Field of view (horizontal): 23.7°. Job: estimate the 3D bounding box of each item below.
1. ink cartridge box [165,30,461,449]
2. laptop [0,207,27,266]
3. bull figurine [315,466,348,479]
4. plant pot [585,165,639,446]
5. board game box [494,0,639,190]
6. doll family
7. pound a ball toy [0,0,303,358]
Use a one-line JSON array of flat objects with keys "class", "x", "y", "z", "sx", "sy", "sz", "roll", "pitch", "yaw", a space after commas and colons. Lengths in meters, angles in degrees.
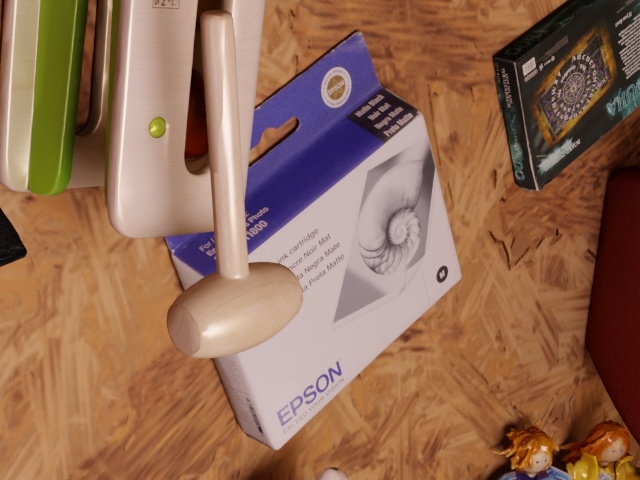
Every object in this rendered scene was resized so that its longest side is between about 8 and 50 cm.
[{"class": "ink cartridge box", "x": 0.000, "y": 0.000, "z": 1.099, "sx": 0.223, "sy": 0.045, "sz": 0.224, "roll": -41, "pitch": 130, "yaw": -28}, {"class": "laptop", "x": -0.277, "y": -0.102, "z": 0.704, "sx": 0.234, "sy": 0.264, "sz": 0.136, "roll": -17, "pitch": 153, "yaw": -41}, {"class": "bull figurine", "x": 0.007, "y": 0.302, "z": 1.178, "sx": 0.188, "sy": 0.101, "sz": 0.310, "roll": -8, "pitch": 111, "yaw": -41}, {"class": "plant pot", "x": 0.376, "y": 0.050, "z": 1.335, "sx": 0.267, "sy": 0.236, "sz": 0.267, "roll": -2, "pitch": 107, "yaw": -23}, {"class": "board game box", "x": 0.221, "y": -0.141, "z": 1.289, "sx": 0.186, "sy": 0.026, "sz": 0.126, "roll": -37, "pitch": 129, "yaw": -31}, {"class": "doll family", "x": 0.212, "y": 0.242, "z": 1.384, "sx": 0.262, "sy": 0.118, "sz": 0.163, "roll": -7, "pitch": 118, "yaw": -25}, {"class": "pound a ball toy", "x": -0.068, "y": -0.117, "z": 0.865, "sx": 0.135, "sy": 0.208, "sz": 0.319, "roll": -9, "pitch": 110, "yaw": -44}]
